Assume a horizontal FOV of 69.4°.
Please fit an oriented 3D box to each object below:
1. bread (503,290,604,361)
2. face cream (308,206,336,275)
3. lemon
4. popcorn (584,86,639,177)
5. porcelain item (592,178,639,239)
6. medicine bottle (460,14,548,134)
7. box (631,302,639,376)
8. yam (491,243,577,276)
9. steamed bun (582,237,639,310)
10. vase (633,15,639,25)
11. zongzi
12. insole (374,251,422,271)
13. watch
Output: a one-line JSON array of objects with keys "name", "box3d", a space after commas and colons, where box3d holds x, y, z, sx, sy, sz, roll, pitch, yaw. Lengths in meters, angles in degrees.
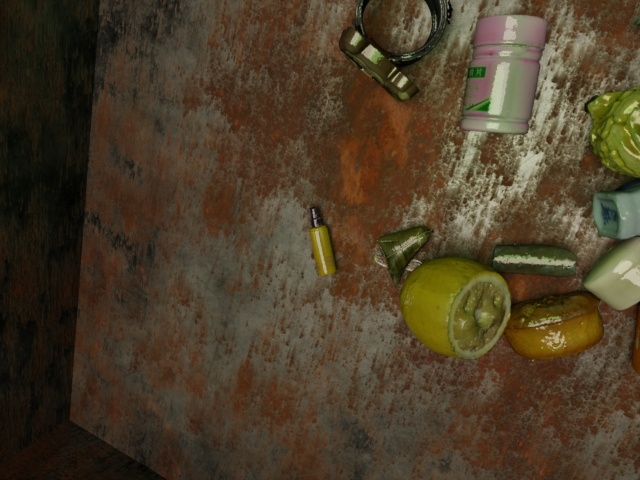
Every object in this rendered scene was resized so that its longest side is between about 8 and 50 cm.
[{"name": "bread", "box3d": [0.760, 0.292, 1.530, 0.340, 0.179, 0.194, -17, 96, 26]}, {"name": "face cream", "box3d": [0.000, 0.000, 1.844, 0.078, 0.078, 0.273, -9, 99, 25]}, {"name": "lemon", "box3d": [0.434, 0.213, 1.580, 0.364, 0.364, 0.364, 5, 104, 22]}, {"name": "popcorn", "box3d": [0.921, -0.309, 1.290, 0.293, 0.237, 0.293, 0, 89, 8]}, {"name": "porcelain item", "box3d": [0.999, -0.099, 1.273, 0.405, 0.242, 0.179, -11, 95, 8]}, {"name": "medicine bottle", "box3d": [0.556, -0.495, 1.417, 0.212, 0.212, 0.325, 10, 107, 21]}, {"name": "box", "box3d": [1.153, 0.319, 1.391, 0.341, 0.143, 0.225, 3, 103, 24]}, {"name": "yam", "box3d": [0.707, 0.066, 1.544, 0.259, 0.106, 0.106, 2, 103, 22]}, {"name": "steamed bun", "box3d": [0.942, 0.094, 1.415, 0.146, 0.164, 0.242, 41, 114, 12]}, {"name": "vase", "box3d": [1.024, -0.549, 1.250, 0.299, 0.143, 0.143, 45, 115, 5]}, {"name": "zongzi", "box3d": [0.331, 0.059, 1.702, 0.205, 0.094, 0.204, -17, 91, 25]}, {"name": "insole", "box3d": [0.299, 0.083, 1.775, 0.193, 0.006, 0.065, 15, 108, 20]}, {"name": "watch", "box3d": [0.258, -0.676, 1.499, 0.335, 0.314, 0.327, 39, 103, -6]}]
